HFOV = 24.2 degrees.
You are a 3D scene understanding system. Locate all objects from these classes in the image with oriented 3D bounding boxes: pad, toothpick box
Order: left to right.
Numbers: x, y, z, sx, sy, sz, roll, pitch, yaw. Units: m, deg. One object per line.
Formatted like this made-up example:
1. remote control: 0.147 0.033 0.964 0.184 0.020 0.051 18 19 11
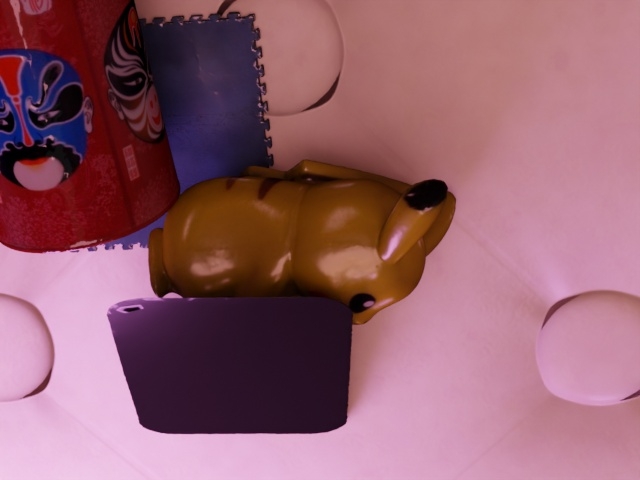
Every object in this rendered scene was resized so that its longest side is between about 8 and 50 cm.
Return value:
1. toothpick box: -0.273 -0.178 1.492 0.204 0.204 0.333 -8 115 8
2. pad: -0.185 -0.114 1.641 0.269 0.012 0.269 -2 112 5
3. pad: -0.057 0.118 1.620 0.315 0.063 0.375 1 153 -1

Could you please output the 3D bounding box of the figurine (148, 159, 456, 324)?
1. figurine: -0.007 0.000 1.568 0.327 0.218 0.169 3 92 18
